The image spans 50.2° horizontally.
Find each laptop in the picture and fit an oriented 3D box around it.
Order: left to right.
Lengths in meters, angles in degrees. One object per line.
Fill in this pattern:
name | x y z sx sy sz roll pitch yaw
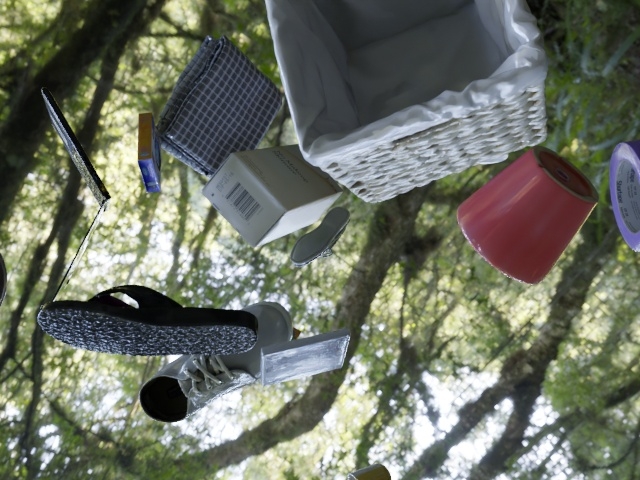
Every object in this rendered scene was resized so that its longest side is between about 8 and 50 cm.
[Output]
laptop | -0.613 -0.077 1.560 0.408 0.236 0.382 62 163 -8

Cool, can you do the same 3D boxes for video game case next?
video game case | -0.036 0.254 1.476 0.190 0.173 0.022 -11 -122 -13

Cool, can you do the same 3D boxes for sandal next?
sandal | -0.355 0.166 1.441 0.445 0.168 0.107 7 -131 -18

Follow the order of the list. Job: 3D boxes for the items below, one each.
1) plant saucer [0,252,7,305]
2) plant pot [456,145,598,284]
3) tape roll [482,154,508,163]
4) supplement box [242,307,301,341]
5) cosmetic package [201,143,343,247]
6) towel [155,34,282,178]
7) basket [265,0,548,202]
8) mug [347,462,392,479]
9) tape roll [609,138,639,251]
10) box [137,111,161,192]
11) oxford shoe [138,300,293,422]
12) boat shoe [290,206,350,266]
plant saucer | -0.872 0.101 1.619 0.041 0.278 0.277 2 -176 40
plant pot | 0.506 -0.074 1.639 0.274 0.243 0.275 24 -145 -18
tape roll | 0.389 -0.317 1.826 0.245 0.169 0.246 9 174 1
supplement box | -0.168 0.276 2.112 0.233 0.078 0.080 11 159 47
cosmetic package | -0.089 -0.101 1.410 0.160 0.113 0.309 46 -156 6
towel | -0.233 -0.295 1.591 0.121 0.284 0.235 21 169 41
basket | 0.133 -0.265 0.983 0.266 0.328 0.332 32 -138 -62
mug | 0.094 0.427 1.190 0.064 0.062 0.078 -21 -139 -24
tape roll | 0.563 -0.080 1.159 0.080 0.189 0.189 -10 -148 6
box | -0.298 -0.149 1.194 0.028 0.081 0.136 -9 -128 -5
oxford shoe | -0.253 0.302 1.625 0.169 0.449 0.130 57 -166 4
boat shoe | 0.000 0.000 2.067 0.095 0.079 0.254 25 -125 20
